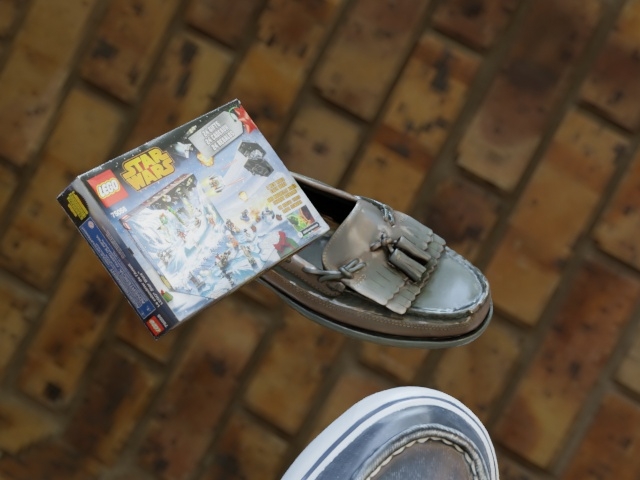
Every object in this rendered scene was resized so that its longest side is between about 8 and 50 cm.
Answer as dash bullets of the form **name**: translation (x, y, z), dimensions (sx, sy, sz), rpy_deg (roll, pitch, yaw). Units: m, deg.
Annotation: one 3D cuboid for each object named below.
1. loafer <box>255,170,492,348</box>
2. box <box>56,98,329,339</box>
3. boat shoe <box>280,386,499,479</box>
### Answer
- **loafer**: translation (0.000, 0.000, 1.335), dimensions (0.084, 0.267, 0.096), rpy_deg (91, -156, -50)
- **box**: translation (-0.067, -0.014, 0.996), dimensions (0.137, 0.094, 0.027), rpy_deg (-31, -5, -47)
- **boat shoe**: translation (0.005, 0.116, 0.443), dimensions (0.183, 0.065, 0.083), rpy_deg (-62, 11, -18)
